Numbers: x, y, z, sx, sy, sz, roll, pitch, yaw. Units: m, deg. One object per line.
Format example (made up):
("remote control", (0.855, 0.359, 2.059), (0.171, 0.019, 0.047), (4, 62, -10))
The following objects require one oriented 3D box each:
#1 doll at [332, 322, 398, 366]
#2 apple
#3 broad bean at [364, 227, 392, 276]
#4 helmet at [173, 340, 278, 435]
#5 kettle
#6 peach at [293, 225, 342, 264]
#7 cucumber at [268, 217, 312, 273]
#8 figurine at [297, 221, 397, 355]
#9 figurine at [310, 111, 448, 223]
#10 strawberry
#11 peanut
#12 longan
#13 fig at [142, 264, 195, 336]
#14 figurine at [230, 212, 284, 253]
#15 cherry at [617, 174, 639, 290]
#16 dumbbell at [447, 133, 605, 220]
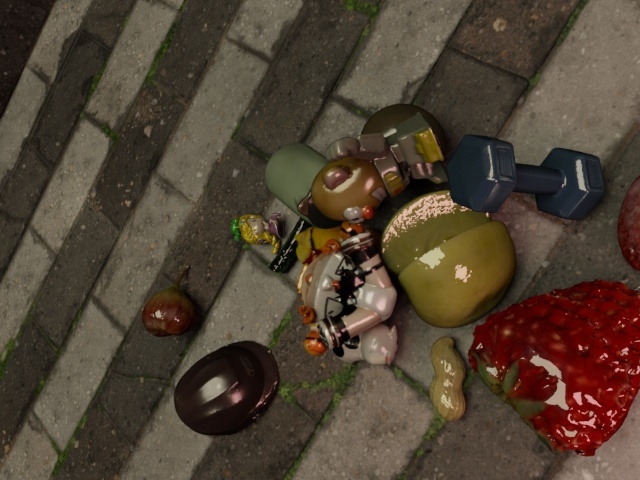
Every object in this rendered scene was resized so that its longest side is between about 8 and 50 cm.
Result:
("doll", (0.111, 0.248, 1.516), (0.180, 0.107, 0.110), (1, 81, 36))
("apple", (0.274, 0.036, 1.339), (0.254, 0.292, 0.292), (-29, 65, -1))
("broad bean", (0.135, 0.032, 1.551), (0.165, 0.084, 0.114), (19, 86, 38))
("helmet", (-0.277, 0.404, 1.699), (0.305, 0.177, 0.225), (-48, 58, 18))
("kettle", (0.006, -0.143, 1.583), (0.255, 0.240, 0.165), (-141, 44, -56))
("peach", (0.003, 0.002, 1.625), (0.151, 0.118, 0.151), (-48, 32, 42))
("cucumber", (-0.068, 0.000, 1.708), (0.215, 0.052, 0.058), (-58, 29, 9))
("figurine", (0.056, 0.114, 1.422), (0.196, 0.323, 0.320), (20, 87, -10))
("figurine", (0.114, -0.142, 1.321), (0.284, 0.342, 0.167), (-23, 48, 7))
("strawberry", (0.489, 0.209, 1.194), (0.345, 0.295, 0.317), (-43, 24, 0))
("peanut", (0.287, 0.311, 1.409), (0.082, 0.082, 0.187), (-5, 79, 32))
("longan", (0.189, -0.229, 1.499), (0.220, 0.196, 0.197), (-21, 71, 39))
("fig", (-0.439, 0.197, 1.886), (0.160, 0.231, 0.143), (-17, 116, 31))
("figurine", (-0.180, -0.016, 1.763), (0.156, 0.095, 0.115), (-3, 101, 15))
("cherry", (0.660, -0.041, 1.175), (0.192, 0.175, 0.250), (-16, 70, 42))
("dumbbell", (0.413, -0.125, 1.256), (0.156, 0.316, 0.144), (35, 119, 59))
